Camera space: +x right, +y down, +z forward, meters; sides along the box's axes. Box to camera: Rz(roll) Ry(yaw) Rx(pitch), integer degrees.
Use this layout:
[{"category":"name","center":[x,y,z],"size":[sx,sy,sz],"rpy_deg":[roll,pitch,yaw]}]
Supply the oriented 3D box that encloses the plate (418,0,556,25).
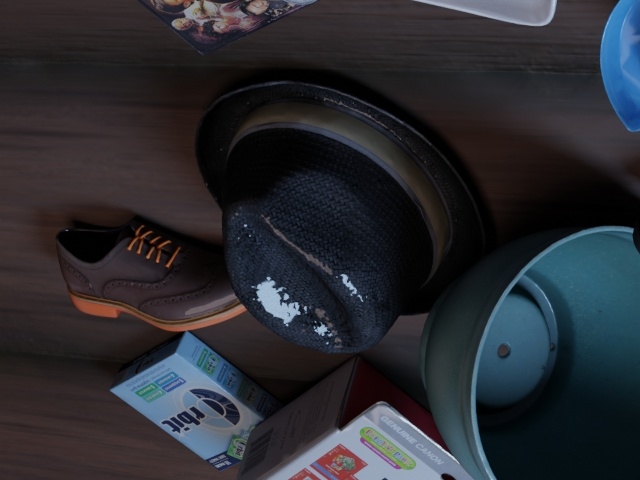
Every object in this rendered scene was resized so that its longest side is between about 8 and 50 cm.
[{"category":"plate","center":[0.072,-0.321,1.468],"size":[0.277,0.045,0.278],"rpy_deg":[14,133,13]}]

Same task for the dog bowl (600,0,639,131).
[{"category":"dog bowl","center":[0.356,-0.093,1.486],"size":[0.297,0.074,0.166],"rpy_deg":[56,138,4]}]

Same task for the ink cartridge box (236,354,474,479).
[{"category":"ink cartridge box","center":[0.102,0.292,2.118],"size":[0.309,0.130,0.272],"rpy_deg":[39,128,-18]}]

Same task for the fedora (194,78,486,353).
[{"category":"fedora","center":[0.000,0.000,1.825],"size":[0.334,0.152,0.334],"rpy_deg":[15,142,12]}]

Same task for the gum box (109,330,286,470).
[{"category":"gum box","center":[-0.144,0.201,2.238],"size":[0.184,0.041,0.157],"rpy_deg":[39,140,-19]}]

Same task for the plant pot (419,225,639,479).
[{"category":"plant pot","center":[0.218,0.121,1.776],"size":[0.293,0.293,0.196],"rpy_deg":[46,165,-25]}]

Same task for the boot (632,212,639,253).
[{"category":"boot","center":[0.411,-0.041,1.594],"size":[0.246,0.094,0.207],"rpy_deg":[17,140,13]}]

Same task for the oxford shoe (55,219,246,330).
[{"category":"oxford shoe","center":[-0.183,0.033,2.020],"size":[0.271,0.097,0.098],"rpy_deg":[1,131,29]}]

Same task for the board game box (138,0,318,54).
[{"category":"board game box","center":[-0.121,-0.263,1.507],"size":[0.165,0.042,0.243],"rpy_deg":[-20,134,40]}]
